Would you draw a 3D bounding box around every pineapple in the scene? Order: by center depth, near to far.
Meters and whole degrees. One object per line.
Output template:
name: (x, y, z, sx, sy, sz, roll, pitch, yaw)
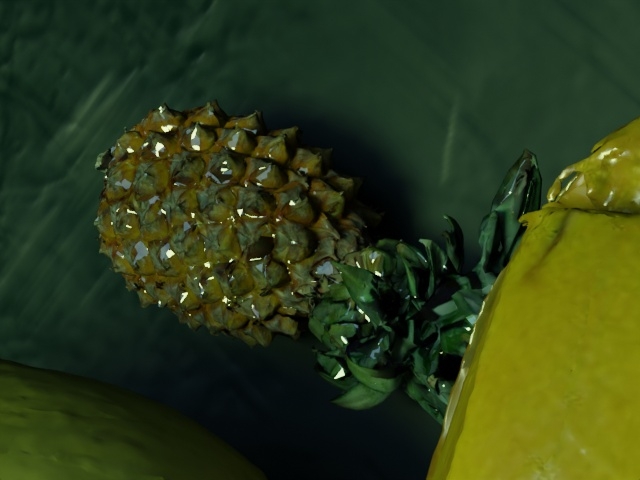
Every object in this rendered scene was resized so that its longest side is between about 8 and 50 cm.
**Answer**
pineapple: (0.001, 0.000, 0.648, 0.221, 0.083, 0.103, 23, 88, 36)

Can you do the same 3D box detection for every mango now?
mango: (0.106, 0.071, 0.517, 0.130, 0.167, 0.262, 153, 133, -73)

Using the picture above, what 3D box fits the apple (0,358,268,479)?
apple: (-0.125, 0.177, 0.564, 0.292, 0.254, 0.292, -47, 34, 47)
